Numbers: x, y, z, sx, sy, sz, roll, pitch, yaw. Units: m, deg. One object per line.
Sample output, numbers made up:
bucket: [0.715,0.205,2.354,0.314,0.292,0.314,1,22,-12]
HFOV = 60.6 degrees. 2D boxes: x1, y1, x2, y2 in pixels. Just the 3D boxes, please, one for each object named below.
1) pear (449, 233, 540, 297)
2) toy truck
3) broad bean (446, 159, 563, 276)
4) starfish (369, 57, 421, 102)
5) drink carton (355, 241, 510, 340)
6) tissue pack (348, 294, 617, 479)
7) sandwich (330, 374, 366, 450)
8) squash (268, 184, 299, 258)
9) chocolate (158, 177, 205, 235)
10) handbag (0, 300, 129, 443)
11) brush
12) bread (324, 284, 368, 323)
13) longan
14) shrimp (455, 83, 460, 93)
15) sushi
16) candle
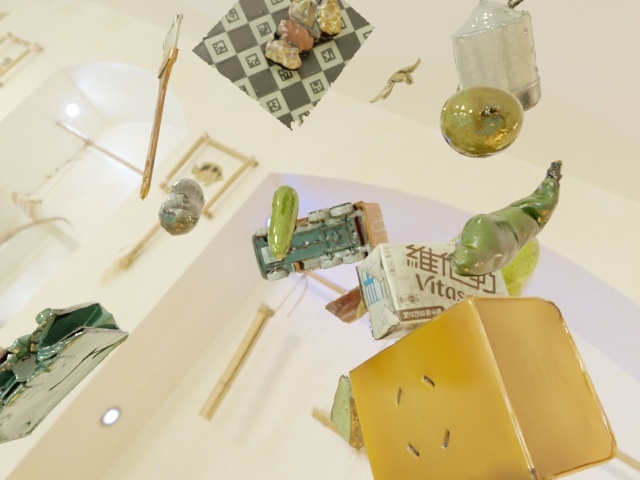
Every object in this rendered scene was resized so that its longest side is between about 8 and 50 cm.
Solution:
pear: [0.542,0.087,1.682,0.238,0.318,0.342,41,-17,34]
toy truck: [0.000,0.000,1.622,0.387,0.207,0.173,-14,-89,27]
broad bean: [0.175,-0.011,0.515,0.046,0.195,0.061,24,-43,40]
starfish: [0.220,-0.466,1.640,0.053,0.176,0.208,50,-7,1]
drink carton: [0.265,0.111,1.272,0.132,0.324,0.194,129,-46,-55]
tissue pack: [0.175,0.204,0.670,0.274,0.145,0.194,-47,-129,50]
sandwich: [0.097,0.441,1.365,0.235,0.128,0.122,43,-1,-33]
squash: [-0.084,-0.045,1.244,0.066,0.201,0.066,2,-36,2]
chocolate: [-0.373,-0.091,1.486,0.110,0.110,0.248,44,20,-19]
handbag: [-0.466,0.211,0.899,0.100,0.269,0.274,44,-6,4]
brush: [-0.265,-0.216,0.901,0.017,0.314,0.090,13,-14,-27]
bread: [0.098,0.208,1.711,0.192,0.119,0.067,-31,-49,26]
longan: [0.148,-0.111,0.501,0.075,0.075,0.083,37,0,6]
shrimp: [0.405,-0.363,1.477,0.178,0.034,0.124,-117,-146,-45]
sushi: [-0.064,-0.408,1.095,0.264,0.290,0.050,39,-5,-5]
candle: [0.390,-0.444,1.247,0.187,0.187,0.330,15,-50,53]
